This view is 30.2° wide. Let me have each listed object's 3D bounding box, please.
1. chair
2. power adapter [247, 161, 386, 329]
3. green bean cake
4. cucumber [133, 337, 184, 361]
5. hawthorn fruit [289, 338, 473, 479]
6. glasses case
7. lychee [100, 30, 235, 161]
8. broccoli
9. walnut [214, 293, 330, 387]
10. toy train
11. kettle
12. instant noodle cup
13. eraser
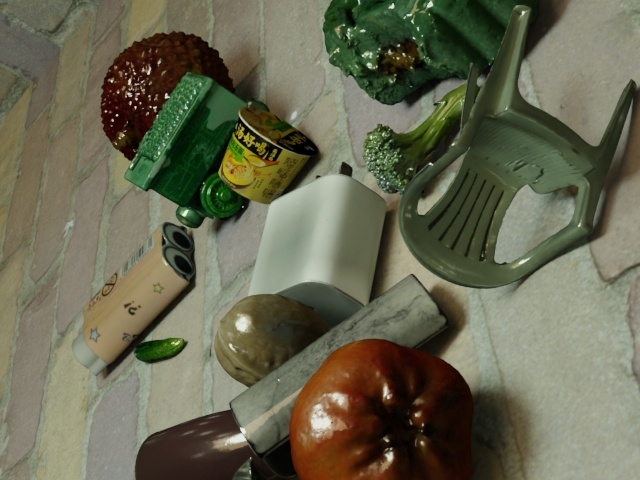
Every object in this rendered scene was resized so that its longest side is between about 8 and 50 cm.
[{"bbox_3d":[0.230,-0.097,1.435,0.190,0.203,0.275,-34,28,56],"label":"chair"},{"bbox_3d":[0.000,0.000,1.765,0.187,0.124,0.255,-24,44,44],"label":"power adapter"},{"bbox_3d":[0.153,-0.339,1.772,0.300,0.169,0.308,-46,27,17],"label":"green bean cake"},{"bbox_3d":[-0.298,0.196,2.129,0.168,0.039,0.039,-15,51,49],"label":"cucumber"},{"bbox_3d":[0.064,0.227,1.386,0.224,0.224,0.261,-67,10,-15],"label":"hawthorn fruit"},{"bbox_3d":[0.023,0.161,1.538,0.299,0.060,0.114,-35,31,0],"label":"glasses case"},{"bbox_3d":[-0.296,-0.266,2.325,0.275,0.276,0.304,-17,24,50],"label":"lychee"},{"bbox_3d":[0.151,-0.155,1.721,0.204,0.122,0.118,-43,45,0],"label":"broccoli"},{"bbox_3d":[-0.065,0.144,1.644,0.140,0.162,0.140,25,-90,-90],"label":"walnut"},{"bbox_3d":[-0.207,-0.159,2.150,0.266,0.202,0.145,-59,27,-2],"label":"toy train"},{"bbox_3d":[-0.120,0.299,1.684,0.232,0.144,0.202,-24,15,33],"label":"kettle"},{"bbox_3d":[-0.099,-0.141,2.036,0.122,0.151,0.151,-60,28,17],"label":"instant noodle cup"},{"bbox_3d":[-0.357,0.106,2.258,0.290,0.087,0.171,-44,30,24],"label":"eraser"}]
